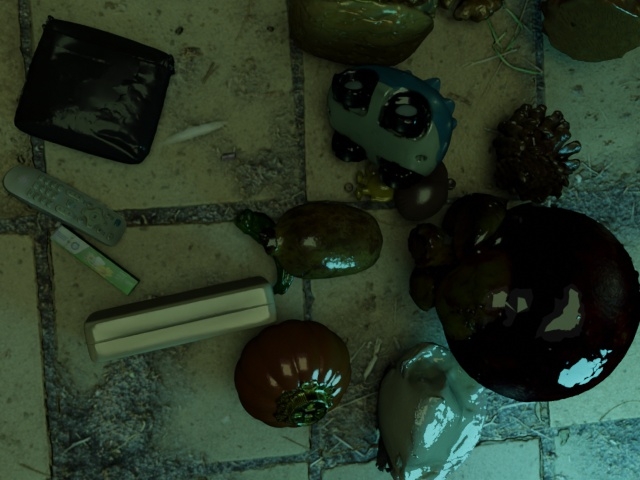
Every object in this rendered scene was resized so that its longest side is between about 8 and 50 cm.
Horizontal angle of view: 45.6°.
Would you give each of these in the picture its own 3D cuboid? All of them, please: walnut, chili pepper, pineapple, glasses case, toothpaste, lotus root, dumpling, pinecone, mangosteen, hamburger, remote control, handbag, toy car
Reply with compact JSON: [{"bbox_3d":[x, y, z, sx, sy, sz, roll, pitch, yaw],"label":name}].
[{"bbox_3d":[0.301,-0.509,1.502,0.143,0.069,0.170,36,85,-9],"label":"walnut"},{"bbox_3d":[-0.097,0.014,1.463,0.073,0.050,0.182,-41,108,-37],"label":"chili pepper"},{"bbox_3d":[0.571,-0.541,1.497,0.222,0.223,0.357,27,69,-11],"label":"pineapple"},{"bbox_3d":[-0.253,0.141,1.395,0.336,0.144,0.076,-12,96,-9],"label":"glasses case"},{"bbox_3d":[-0.416,0.036,1.409,0.178,0.043,0.037,38,89,-11],"label":"toothpaste"},{"bbox_3d":[0.000,0.000,1.428,0.260,0.128,0.145,0,74,-33],"label":"lotus root"},{"bbox_3d":[0.204,0.342,1.506,0.204,0.163,0.293,1,92,-45],"label":"dumpling"},{"bbox_3d":[0.421,-0.174,1.492,0.149,0.179,0.195,-1,68,-24],"label":"pinecone"},{"bbox_3d":[0.369,0.100,1.417,0.421,0.381,0.381,24,88,20],"label":"mangosteen"},{"bbox_3d":[0.073,-0.400,1.355,0.259,0.283,0.145,10,81,-2],"label":"hamburger"},{"bbox_3d":[-0.469,-0.060,1.391,0.229,0.044,0.073,30,47,-15],"label":"remote control"},{"bbox_3d":[-0.406,-0.269,1.375,0.246,0.080,0.223,16,90,-12],"label":"handbag"},{"bbox_3d":[0.138,-0.231,1.414,0.255,0.189,0.190,29,55,26],"label":"toy car"}]

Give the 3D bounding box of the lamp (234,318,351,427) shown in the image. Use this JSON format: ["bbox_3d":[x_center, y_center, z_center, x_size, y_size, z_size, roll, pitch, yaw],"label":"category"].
[{"bbox_3d":[-0.050,0.247,1.415,0.223,0.196,0.223,-12,131,-14],"label":"lamp"}]

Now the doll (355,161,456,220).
[{"bbox_3d":[0.167,-0.116,1.494,0.188,0.096,0.145,20,69,15],"label":"doll"}]
